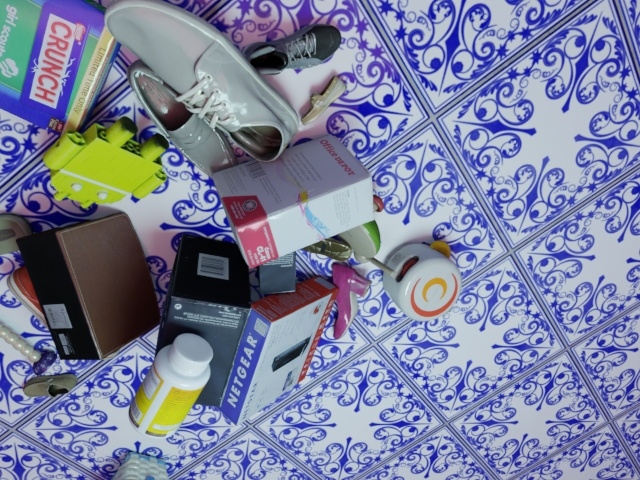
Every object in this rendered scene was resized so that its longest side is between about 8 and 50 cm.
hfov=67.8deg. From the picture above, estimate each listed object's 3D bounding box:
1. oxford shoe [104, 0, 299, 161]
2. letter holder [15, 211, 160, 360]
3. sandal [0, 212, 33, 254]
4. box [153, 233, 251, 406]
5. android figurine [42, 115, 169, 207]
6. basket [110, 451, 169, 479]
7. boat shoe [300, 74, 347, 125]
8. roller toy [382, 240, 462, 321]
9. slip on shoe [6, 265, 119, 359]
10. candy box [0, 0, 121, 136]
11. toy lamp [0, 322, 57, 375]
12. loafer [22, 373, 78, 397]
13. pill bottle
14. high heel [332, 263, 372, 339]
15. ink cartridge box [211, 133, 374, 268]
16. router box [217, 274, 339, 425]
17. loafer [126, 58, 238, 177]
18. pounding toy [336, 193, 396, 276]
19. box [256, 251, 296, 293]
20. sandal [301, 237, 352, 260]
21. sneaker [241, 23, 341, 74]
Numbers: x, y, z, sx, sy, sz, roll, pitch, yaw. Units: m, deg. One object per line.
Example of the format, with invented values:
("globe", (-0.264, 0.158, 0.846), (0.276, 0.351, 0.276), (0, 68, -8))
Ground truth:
("oxford shoe", (-0.215, -0.302, 0.954), (0.169, 0.130, 0.449), (-11, 148, 40))
("letter holder", (-0.541, 0.102, 1.151), (0.151, 0.214, 0.302), (-8, 103, 28))
("sandal", (-0.830, 0.018, 1.103), (0.302, 0.086, 0.120), (-20, 119, 0))
("box", (-0.295, 0.189, 1.171), (0.182, 0.296, 0.294), (11, 114, -16))
("android figurine", (-0.466, -0.157, 1.037), (0.272, 0.056, 0.248), (-31, 153, 20))
("basket", (-0.568, 0.824, 1.454), (0.201, 0.289, 0.255), (29, 110, -23))
("boat shoe", (-0.001, -0.325, 1.104), (0.135, 0.050, 0.045), (-44, 113, 2))
("roller toy", (0.277, 0.110, 1.322), (0.191, 0.146, 0.210), (-6, 113, -17))
("slip on shoe", (-0.630, 0.182, 1.213), (0.101, 0.123, 0.331), (-34, 113, 4))
("candy box", (-0.579, -0.388, 0.920), (0.317, 0.122, 0.268), (25, 110, -23))
("toy lamp", (-0.812, 0.242, 1.228), (0.080, 0.080, 0.275), (-34, 118, 8))
("loafer", (-0.765, 0.413, 1.341), (0.147, 0.050, 0.056), (-13, 119, -4))
("pill bottle", (-0.307, 0.300, 0.993), (0.117, 0.117, 0.215), (25, 111, -21))
("high heel", (0.054, 0.179, 1.373), (0.117, 0.082, 0.244), (28, 128, 11))
("ink cartridge box", (-0.062, -0.098, 1.073), (0.306, 0.226, 0.131), (-20, 133, -11))
("router box", (-0.109, 0.284, 1.274), (0.301, 0.082, 0.336), (-18, 134, -54))
("loafer", (-0.299, -0.249, 1.048), (0.112, 0.111, 0.319), (-37, 118, 9))
("pounding toy", (0.119, -0.038, 1.224), (0.110, 0.183, 0.237), (-44, 119, -16))
("box", (-0.116, 0.023, 1.194), (0.093, 0.156, 0.158), (-3, 122, -11))
("sandal", (0.000, 0.000, 1.265), (0.180, 0.049, 0.072), (21, 127, 0))
("sneaker", (-0.055, -0.392, 1.007), (0.228, 0.132, 0.086), (-17, 119, -1))
